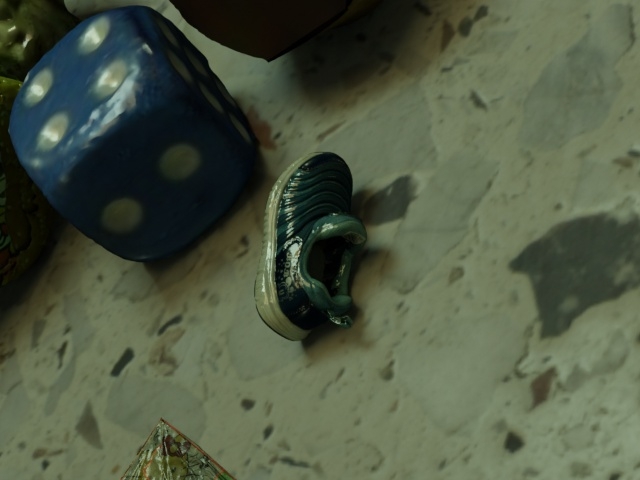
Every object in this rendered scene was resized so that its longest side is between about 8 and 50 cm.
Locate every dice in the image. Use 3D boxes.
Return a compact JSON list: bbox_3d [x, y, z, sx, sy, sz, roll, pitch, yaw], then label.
[{"bbox_3d":[-0.144,-0.081,1.493,0.146,0.143,0.146,-38,42,12],"label":"dice"}]

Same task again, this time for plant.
[{"bbox_3d":[-0.320,-0.225,1.768,0.180,0.251,0.333,-62,11,2],"label":"plant"}]

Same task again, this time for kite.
[{"bbox_3d":[-0.115,0.226,1.338,0.198,0.006,0.244,-25,46,25],"label":"kite"}]

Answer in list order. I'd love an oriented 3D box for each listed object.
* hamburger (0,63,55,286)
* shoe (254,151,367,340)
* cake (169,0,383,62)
[{"bbox_3d":[-0.282,-0.059,1.577,0.125,0.235,0.214,33,118,36],"label":"hamburger"},{"bbox_3d":[0.000,0.000,1.367,0.071,0.064,0.143,-11,56,37],"label":"shoe"},{"bbox_3d":[-0.014,-0.247,1.508,0.185,0.178,0.208,4,100,27],"label":"cake"}]
